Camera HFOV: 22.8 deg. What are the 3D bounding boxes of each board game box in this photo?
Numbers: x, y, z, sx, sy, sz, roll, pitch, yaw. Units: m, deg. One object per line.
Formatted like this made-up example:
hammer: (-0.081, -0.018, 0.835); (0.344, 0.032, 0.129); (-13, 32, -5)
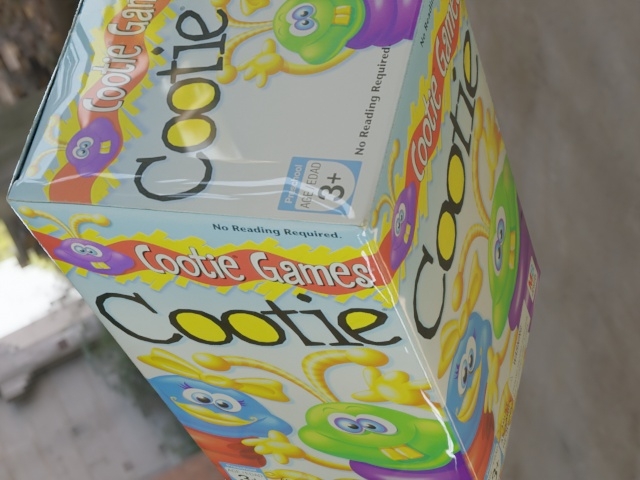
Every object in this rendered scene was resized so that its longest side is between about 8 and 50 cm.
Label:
board game box: (0.000, 0.000, 0.698); (0.275, 0.142, 0.144); (63, -143, -56)
